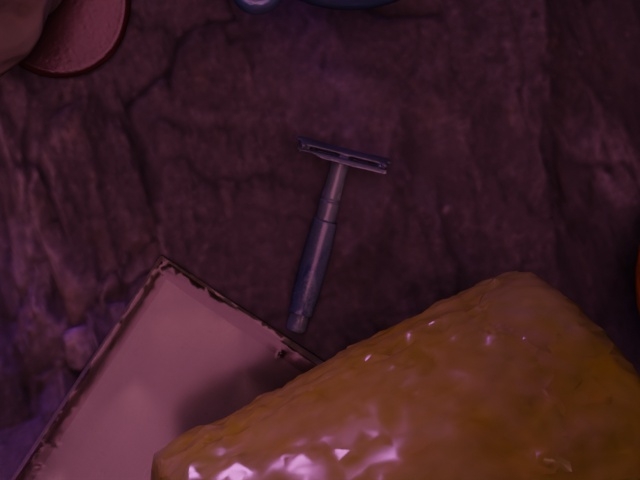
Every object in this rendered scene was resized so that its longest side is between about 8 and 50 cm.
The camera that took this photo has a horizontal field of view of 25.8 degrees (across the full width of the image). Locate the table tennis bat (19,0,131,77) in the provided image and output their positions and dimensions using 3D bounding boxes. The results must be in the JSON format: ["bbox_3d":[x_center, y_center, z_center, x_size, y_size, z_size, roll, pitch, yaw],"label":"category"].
[{"bbox_3d":[-0.174,-0.189,0.976,0.098,0.019,0.154,17,92,-1],"label":"table tennis bat"}]

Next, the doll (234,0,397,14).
[{"bbox_3d":[0.041,-0.277,0.927,0.177,0.141,0.314,35,85,3],"label":"doll"}]

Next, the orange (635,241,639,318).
[{"bbox_3d":[0.321,0.025,0.922,0.219,0.193,0.219,-3,104,-14],"label":"orange"}]

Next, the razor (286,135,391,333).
[{"bbox_3d":[0.000,0.000,0.979,0.068,0.040,0.135,14,94,-2],"label":"razor"}]

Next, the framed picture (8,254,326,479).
[{"bbox_3d":[-0.104,0.150,0.984,0.173,0.010,0.231,35,88,-3],"label":"framed picture"}]

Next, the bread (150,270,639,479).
[{"bbox_3d":[0.093,0.214,0.843,0.308,0.348,0.348,-29,92,-9],"label":"bread"}]

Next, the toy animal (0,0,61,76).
[{"bbox_3d":[-0.261,-0.242,0.892,0.266,0.188,0.308,44,89,-5],"label":"toy animal"}]
